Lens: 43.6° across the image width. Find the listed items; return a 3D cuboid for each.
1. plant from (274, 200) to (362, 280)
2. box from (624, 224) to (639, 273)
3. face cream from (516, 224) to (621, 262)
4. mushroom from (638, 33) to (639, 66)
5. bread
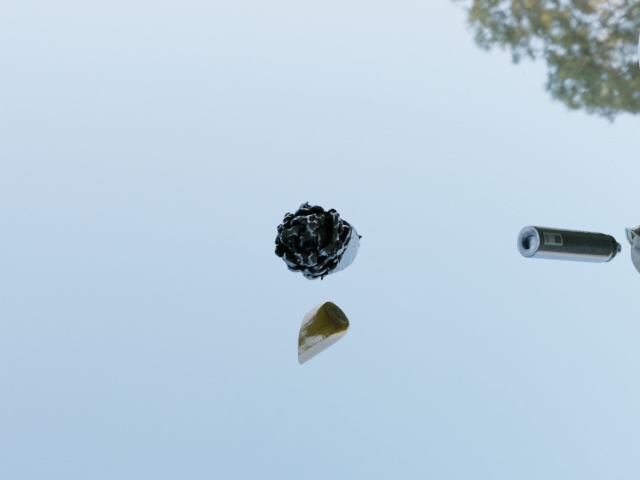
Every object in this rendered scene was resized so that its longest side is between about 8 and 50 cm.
[{"bbox_3d":[0.000,0.000,1.007,0.092,0.094,0.143,32,-170,18],"label":"plant"},{"bbox_3d":[0.610,0.035,1.398,0.111,0.111,0.177,-8,-132,-39],"label":"box"},{"bbox_3d":[0.573,0.011,1.814,0.283,0.073,0.073,5,-117,-29],"label":"face cream"},{"bbox_3d":[0.394,-0.128,0.707,0.260,0.254,0.234,37,-120,26],"label":"mushroom"},{"bbox_3d":[-0.008,0.138,1.197,0.062,0.103,0.049,49,-156,-8],"label":"bread"}]
